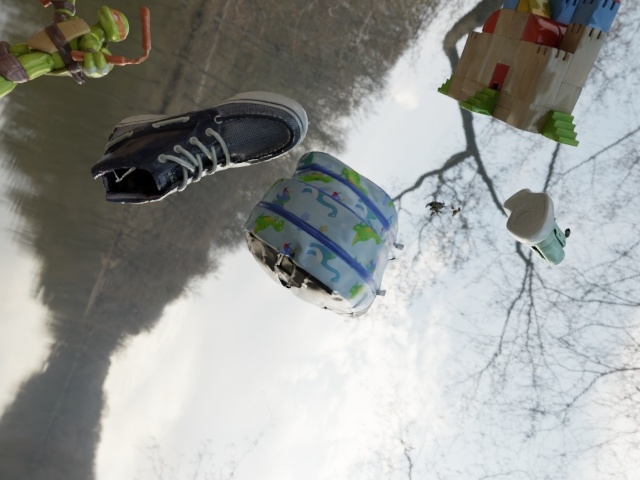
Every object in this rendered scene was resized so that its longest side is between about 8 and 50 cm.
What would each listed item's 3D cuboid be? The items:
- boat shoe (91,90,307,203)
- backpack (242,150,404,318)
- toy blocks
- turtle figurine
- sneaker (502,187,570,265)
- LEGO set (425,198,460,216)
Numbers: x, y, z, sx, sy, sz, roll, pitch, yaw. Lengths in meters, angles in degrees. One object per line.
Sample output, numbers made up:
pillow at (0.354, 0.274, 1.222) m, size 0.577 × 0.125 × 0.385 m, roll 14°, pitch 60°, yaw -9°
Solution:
boat shoe at (-0.191, -0.134, 0.864) m, size 0.158 × 0.340 × 0.127 m, roll -83°, pitch 160°, yaw -48°
backpack at (0.000, 0.000, 0.943) m, size 0.273 × 0.290 × 0.355 m, roll -51°, pitch 170°, yaw 9°
toy blocks at (0.394, -0.368, 1.054) m, size 0.381 × 0.190 × 0.261 m, roll -120°, pitch -137°, yaw -60°
turtle figurine at (-0.319, -0.232, 0.642) m, size 0.270 × 0.217 × 0.087 m, roll 51°, pitch -19°, yaw 33°
sneaker at (0.433, -0.012, 1.042) m, size 0.094 × 0.151 × 0.256 m, roll -39°, pitch -177°, yaw 21°
LEGO set at (0.265, -0.075, 1.194) m, size 0.083 × 0.024 × 0.054 m, roll 1°, pitch -144°, yaw 29°
